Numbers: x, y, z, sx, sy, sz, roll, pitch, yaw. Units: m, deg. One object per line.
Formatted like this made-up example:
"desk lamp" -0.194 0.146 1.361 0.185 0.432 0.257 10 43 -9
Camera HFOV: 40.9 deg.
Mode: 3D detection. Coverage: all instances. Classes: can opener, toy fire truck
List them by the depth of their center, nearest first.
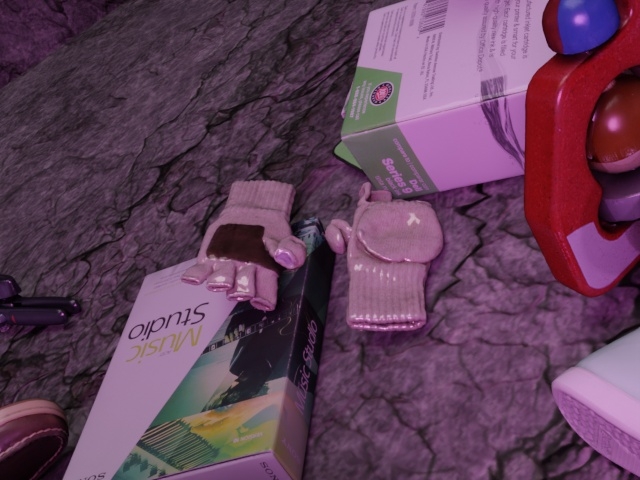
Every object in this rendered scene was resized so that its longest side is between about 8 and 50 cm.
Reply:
"toy fire truck" 0.263 -0.116 0.652 0.302 0.254 0.169 -40 31 -11
"can opener" -0.401 0.093 1.159 0.186 0.073 0.059 6 40 34

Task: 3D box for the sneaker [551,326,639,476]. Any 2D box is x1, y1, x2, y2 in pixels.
"sneaker" 0.272 0.103 0.497 0.151 0.094 0.256 -36 32 -11

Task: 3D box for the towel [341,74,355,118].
"towel" 0.192 -0.268 1.141 0.325 0.038 0.247 -16 34 26

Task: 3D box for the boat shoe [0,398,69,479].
"boat shoe" -0.368 0.296 0.813 0.342 0.123 0.123 -38 61 -15

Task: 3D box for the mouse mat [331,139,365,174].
"mouse mat" 0.116 -0.146 1.027 0.189 0.007 0.153 -47 42 -7

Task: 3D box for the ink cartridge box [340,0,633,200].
"ink cartridge box" 0.187 -0.175 0.901 0.289 0.121 0.211 -10 48 29

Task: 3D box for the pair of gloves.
"pair of gloves" 0.000 0.000 0.852 0.240 0.042 0.204 7 39 10

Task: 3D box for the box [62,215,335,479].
"box" -0.110 0.122 0.851 0.232 0.058 0.322 -19 34 21
